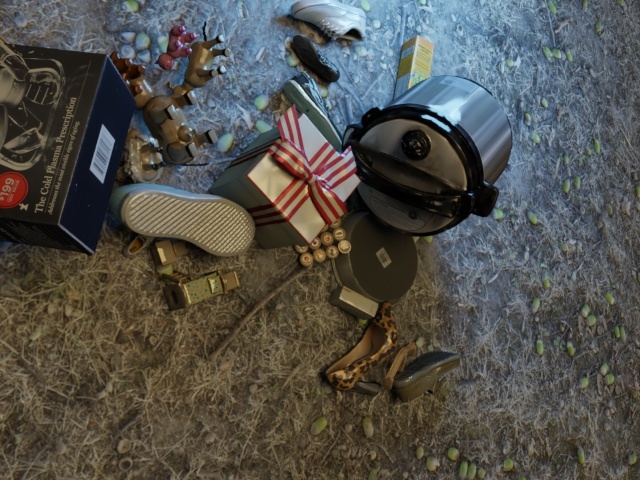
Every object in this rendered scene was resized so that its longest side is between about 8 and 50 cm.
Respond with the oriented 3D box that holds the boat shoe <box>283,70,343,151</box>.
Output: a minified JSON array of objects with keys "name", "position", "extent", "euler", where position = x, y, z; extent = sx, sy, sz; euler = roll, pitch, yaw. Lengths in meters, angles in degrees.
[{"name":"boat shoe","position":[-0.001,-0.348,1.929],"extent":[0.079,0.084,0.233],"euler":[-43,103,-33]}]

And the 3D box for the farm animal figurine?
[{"name":"farm animal figurine","position":[-0.351,-0.316,1.632],"extent":[0.330,0.172,0.326],"euler":[-26,108,-44]}]

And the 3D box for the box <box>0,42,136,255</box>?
[{"name":"box","position":[-0.559,-0.175,1.342],"extent":[0.313,0.179,0.343],"euler":[7,72,7]}]

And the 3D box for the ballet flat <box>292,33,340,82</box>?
[{"name":"ballet flat","position":[-0.015,-0.503,1.983],"extent":[0.057,0.049,0.173],"euler":[-43,111,11]}]

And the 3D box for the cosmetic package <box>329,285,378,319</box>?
[{"name":"cosmetic package","position":[0.089,0.167,1.897],"extent":[0.115,0.060,0.041],"euler":[29,63,-19]}]

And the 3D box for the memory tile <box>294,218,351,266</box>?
[{"name":"memory tile","position":[0.000,0.000,1.872],"extent":[0.148,0.012,0.113],"euler":[-18,84,-20]}]

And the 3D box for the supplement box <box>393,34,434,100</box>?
[{"name":"supplement box","position":[0.282,-0.498,2.167],"extent":[0.078,0.080,0.233],"euler":[21,71,-29]}]

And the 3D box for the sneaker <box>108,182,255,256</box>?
[{"name":"sneaker","position":[-0.311,-0.063,1.615],"extent":[0.366,0.150,0.135],"euler":[20,95,-46]}]

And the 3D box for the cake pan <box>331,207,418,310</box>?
[{"name":"cake pan","position":[0.161,0.047,1.986],"extent":[0.293,0.054,0.293],"euler":[7,77,-34]}]

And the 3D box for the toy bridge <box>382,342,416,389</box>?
[{"name":"toy bridge","position":[0.219,0.327,1.941],"extent":[0.188,0.026,0.063],"euler":[-41,145,-52]}]

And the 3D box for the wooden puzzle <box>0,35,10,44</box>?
[{"name":"wooden puzzle","position":[-0.674,-0.387,1.496],"extent":[0.116,0.014,0.078],"euler":[38,62,-24]}]

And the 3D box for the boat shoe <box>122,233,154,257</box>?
[{"name":"boat shoe","position":[-0.401,0.000,1.602],"extent":[0.100,0.035,0.035],"euler":[-45,108,-34]}]

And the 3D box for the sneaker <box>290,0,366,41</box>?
[{"name":"sneaker","position":[0.033,-0.614,1.999],"extent":[0.258,0.094,0.091],"euler":[-3,78,-37]}]

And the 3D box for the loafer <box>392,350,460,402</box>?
[{"name":"loafer","position":[0.296,0.382,2.006],"extent":[0.251,0.094,0.087],"euler":[-18,103,-32]}]

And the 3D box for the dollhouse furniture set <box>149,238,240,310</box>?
[{"name":"dollhouse furniture set","position":[-0.272,0.055,1.643],"extent":[0.182,0.101,0.160],"euler":[-20,93,-37]}]

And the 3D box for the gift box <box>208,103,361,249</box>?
[{"name":"gift box","position":[-0.076,-0.155,1.714],"extent":[0.255,0.258,0.276],"euler":[43,66,-22]}]

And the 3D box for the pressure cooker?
[{"name":"pressure cooker","position":[0.277,-0.218,1.894],"extent":[0.420,0.370,0.375],"euler":[-44,111,-48]}]

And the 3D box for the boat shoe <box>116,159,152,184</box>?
[{"name":"boat shoe","position":[-0.437,-0.152,1.600],"extent":[0.137,0.049,0.043],"euler":[10,71,-40]}]

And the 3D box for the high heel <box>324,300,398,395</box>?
[{"name":"high heel","position":[0.108,0.271,1.875],"extent":[0.186,0.093,0.261],"euler":[20,78,-38]}]
